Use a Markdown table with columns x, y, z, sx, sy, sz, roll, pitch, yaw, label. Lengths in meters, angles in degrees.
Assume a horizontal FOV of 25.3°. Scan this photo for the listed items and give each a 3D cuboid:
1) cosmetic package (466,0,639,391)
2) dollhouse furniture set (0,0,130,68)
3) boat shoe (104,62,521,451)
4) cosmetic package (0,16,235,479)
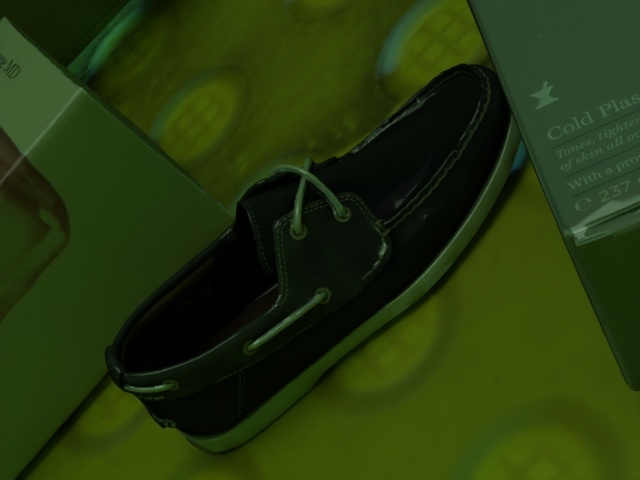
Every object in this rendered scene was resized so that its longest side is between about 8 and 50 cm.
| x | y | z | sx | sy | sz | roll | pitch | yaw | label |
| --- | --- | --- | --- | --- | --- | --- | --- | --- | --- |
| 0.134 | -0.072 | 0.564 | 0.127 | 0.107 | 0.238 | -24 | 45 | 9 | cosmetic package |
| -0.324 | -0.272 | 1.014 | 0.256 | 0.362 | 0.394 | -46 | 67 | 1 | dollhouse furniture set |
| 0.000 | 0.000 | 0.670 | 0.233 | 0.079 | 0.084 | -43 | 38 | 3 | boat shoe |
| -0.208 | 0.040 | 0.797 | 0.296 | 0.129 | 0.153 | -50 | 36 | -2 | cosmetic package |
